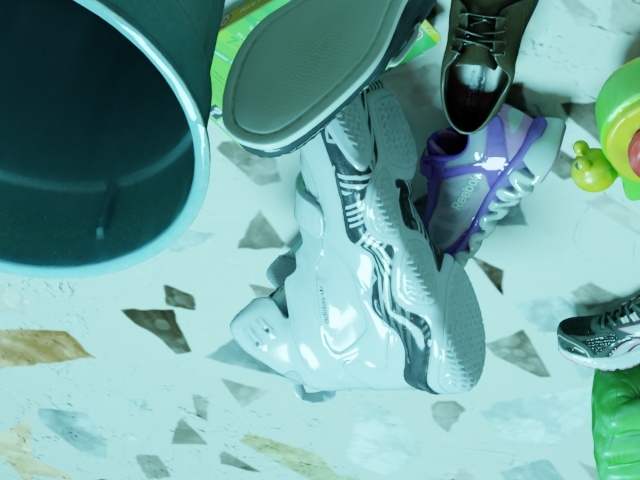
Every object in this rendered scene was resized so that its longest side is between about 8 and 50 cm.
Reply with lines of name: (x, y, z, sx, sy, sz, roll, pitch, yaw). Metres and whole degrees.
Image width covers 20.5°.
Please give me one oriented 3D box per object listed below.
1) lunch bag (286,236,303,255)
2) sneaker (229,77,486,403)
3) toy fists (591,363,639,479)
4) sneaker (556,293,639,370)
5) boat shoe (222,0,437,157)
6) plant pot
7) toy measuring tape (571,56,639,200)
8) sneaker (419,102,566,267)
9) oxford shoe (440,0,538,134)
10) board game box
lunch bag: (0.048, 0.043, 1.824, 0.151, 0.096, 0.129, 24, 134, -25)
sneaker: (0.000, 0.000, 1.656, 0.210, 0.137, 0.366, -15, 112, 26)
toy fists: (0.356, 0.245, 1.915, 0.096, 0.142, 0.279, -4, 136, 20)
sneaker: (0.331, 0.081, 1.812, 0.178, 0.072, 0.077, -4, 124, 9)
boat shoe: (0.026, -0.170, 1.443, 0.114, 0.302, 0.091, 26, 154, 25)
plant pot: (-0.217, -0.203, 1.445, 0.341, 0.334, 0.341, 8, 138, 8)
toy measuring tape: (0.348, -0.136, 1.532, 0.330, 0.121, 0.121, -31, 122, 29)
sneaker: (0.134, -0.055, 1.697, 0.104, 0.095, 0.236, 31, 132, -8)
oxford shoe: (0.147, -0.192, 1.520, 0.083, 0.096, 0.227, 7, 123, 7)
board game box: (-0.020, -0.180, 1.639, 0.259, 0.039, 0.124, -23, 127, 38)
